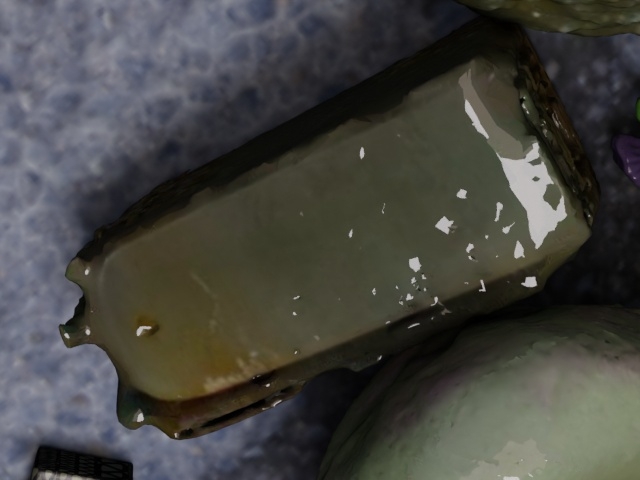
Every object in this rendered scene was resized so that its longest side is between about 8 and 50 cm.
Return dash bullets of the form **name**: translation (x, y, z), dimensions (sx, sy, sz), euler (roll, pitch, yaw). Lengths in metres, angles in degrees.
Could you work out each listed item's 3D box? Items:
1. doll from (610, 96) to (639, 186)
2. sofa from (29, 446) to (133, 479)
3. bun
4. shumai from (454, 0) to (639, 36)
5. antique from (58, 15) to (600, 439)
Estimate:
- **doll**: translation (0.239, -0.023, 1.066), dimensions (0.115, 0.050, 0.190), euler (-28, 106, 12)
- **sofa**: translation (-0.146, 0.181, 1.108), dimensions (0.060, 0.039, 0.118), euler (12, 104, -5)
- **bun**: translation (0.101, 0.132, 1.032), dimensions (0.293, 0.187, 0.293), euler (-17, 133, -19)
- **shumai**: translation (0.148, -0.285, 0.877), dimensions (0.324, 0.397, 0.323), euler (1, 77, -8)
- **antique**: translation (0.000, 0.000, 1.027), dimensions (0.284, 0.150, 0.125), euler (-26, 100, 13)
